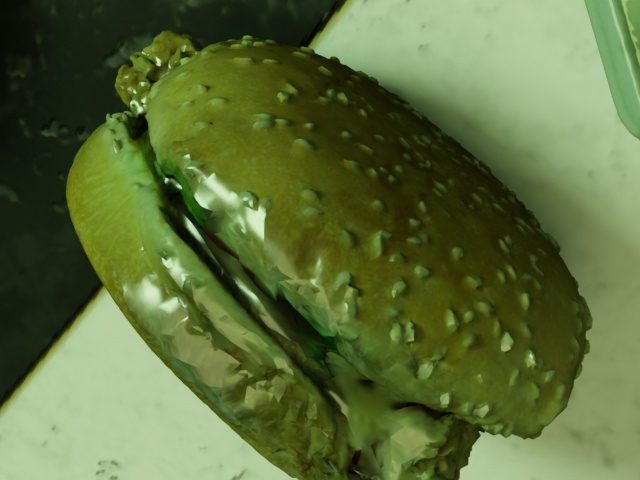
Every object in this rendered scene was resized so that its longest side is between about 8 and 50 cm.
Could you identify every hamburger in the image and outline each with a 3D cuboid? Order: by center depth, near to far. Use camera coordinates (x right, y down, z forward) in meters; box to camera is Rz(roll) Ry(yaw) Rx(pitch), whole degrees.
[{"bbox_3d":[0.000,0.000,0.477,0.215,0.189,0.122,43,107,-1],"label":"hamburger"}]

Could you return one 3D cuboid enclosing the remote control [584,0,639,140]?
[{"bbox_3d":[0.127,-0.197,0.419,0.128,0.065,0.335,-11,108,28],"label":"remote control"}]
